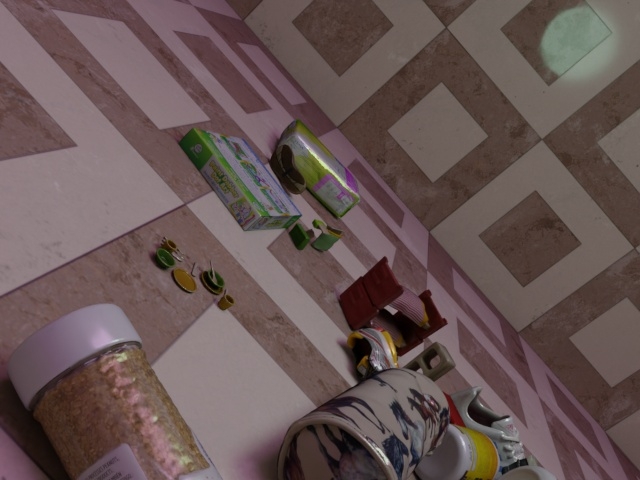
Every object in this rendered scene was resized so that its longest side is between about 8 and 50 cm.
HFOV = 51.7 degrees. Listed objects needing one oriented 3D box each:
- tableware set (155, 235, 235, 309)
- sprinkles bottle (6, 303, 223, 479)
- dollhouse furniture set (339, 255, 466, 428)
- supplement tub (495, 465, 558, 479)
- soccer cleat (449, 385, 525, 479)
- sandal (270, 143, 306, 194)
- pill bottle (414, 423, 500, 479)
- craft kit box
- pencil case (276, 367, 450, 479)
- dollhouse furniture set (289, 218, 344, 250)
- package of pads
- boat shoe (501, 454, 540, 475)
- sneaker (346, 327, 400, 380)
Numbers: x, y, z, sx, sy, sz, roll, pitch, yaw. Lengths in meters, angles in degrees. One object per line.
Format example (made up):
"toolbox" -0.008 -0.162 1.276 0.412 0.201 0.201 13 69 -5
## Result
"tableware set" -0.198 0.053 1.060 0.154 0.024 0.104 44 17 -18
"sprinkles bottle" -0.152 0.232 0.608 0.355 0.121 0.121 54 17 14
"dollhouse furniture set" 0.205 0.242 1.455 0.201 0.152 0.374 35 22 -41
"supplement tub" 0.437 0.578 1.235 0.272 0.191 0.191 47 16 -7
"soccer cleat" 0.393 0.468 1.435 0.331 0.143 0.116 51 28 11
"sandal" -0.086 -0.190 1.829 0.180 0.072 0.049 61 5 32
"pill bottle" 0.271 0.423 1.285 0.215 0.117 0.117 29 26 -49
"craft kit box" -0.173 -0.134 1.497 0.250 0.061 0.246 52 14 11
"pencil case" 0.085 0.305 0.996 0.183 0.160 0.410 62 19 10
"dollhouse furniture set" 0.000 0.000 1.609 0.151 0.076 0.058 17 32 -44
"package of pads" -0.007 -0.223 2.043 0.296 0.101 0.229 44 16 -15
"boat shoe" 0.452 0.552 1.370 0.233 0.079 0.084 61 10 -12
"sneaker" 0.116 0.273 1.315 0.093 0.088 0.225 8 39 -36
